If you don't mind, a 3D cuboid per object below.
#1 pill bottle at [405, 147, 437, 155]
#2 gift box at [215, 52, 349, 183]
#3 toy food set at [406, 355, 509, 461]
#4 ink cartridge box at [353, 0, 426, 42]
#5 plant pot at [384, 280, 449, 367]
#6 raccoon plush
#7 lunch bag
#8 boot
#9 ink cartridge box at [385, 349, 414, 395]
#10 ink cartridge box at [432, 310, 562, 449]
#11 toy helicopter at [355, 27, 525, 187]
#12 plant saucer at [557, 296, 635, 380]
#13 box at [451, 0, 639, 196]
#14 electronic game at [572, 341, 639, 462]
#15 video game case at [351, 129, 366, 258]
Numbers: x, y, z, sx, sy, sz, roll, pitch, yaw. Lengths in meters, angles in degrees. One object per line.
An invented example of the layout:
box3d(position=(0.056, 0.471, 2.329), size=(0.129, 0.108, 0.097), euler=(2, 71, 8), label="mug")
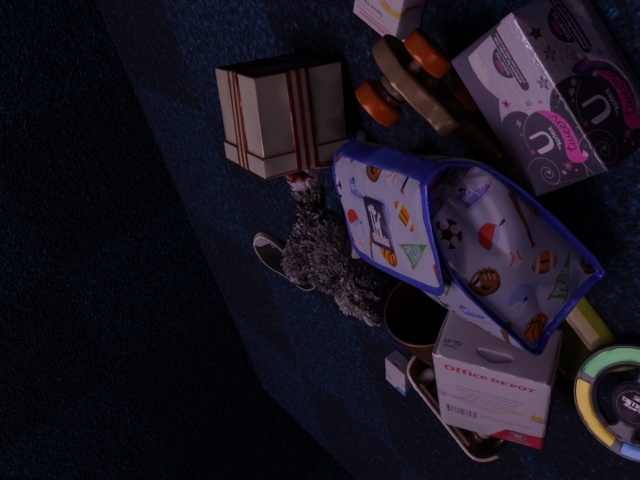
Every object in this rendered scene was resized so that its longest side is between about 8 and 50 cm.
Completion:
box3d(position=(0.177, -0.107, 1.464), size=(0.123, 0.123, 0.219), euler=(55, 160, 4), label="pill bottle")
box3d(position=(-0.066, -0.280, 1.567), size=(0.255, 0.276, 0.258), euler=(-142, 42, -57), label="gift box")
box3d(position=(0.359, 0.393, 1.712), size=(0.306, 0.092, 0.219), euler=(52, -159, 14), label="toy food set")
box3d(position=(0.124, -0.434, 1.206), size=(0.115, 0.067, 0.198), euler=(47, 156, 22), label="ink cartridge box")
box3d(position=(0.291, 0.215, 1.596), size=(0.215, 0.215, 0.230), euler=(32, 162, 46), label="plant pot")
box3d(position=(0.054, 0.041, 1.734), size=(0.299, 0.216, 0.446), euler=(30, 161, 30), label="raccoon plush")
box3d(position=(0.214, -0.016, 1.153), size=(0.385, 0.239, 0.328), euler=(40, 175, -28), label="lunch bag")
box3d(position=(-0.092, 0.022, 2.103), size=(0.244, 0.176, 0.088), euler=(40, 130, -19), label="boot")
box3d(position=(0.248, 0.411, 2.110), size=(0.088, 0.052, 0.122), euler=(40, 154, 35), label="ink cartridge box")
box3d(position=(0.360, 0.284, 1.383), size=(0.226, 0.131, 0.306), euler=(12, 144, 22), label="ink cartridge box")
box3d(position=(0.224, -0.216, 1.159), size=(0.355, 0.140, 0.235), euler=(40, -155, -15), label="toy helicopter")
box3d(position=(0.490, 0.197, 1.332), size=(0.188, 0.045, 0.188), euler=(54, 158, 7), label="plant saucer")
box3d(position=(0.334, -0.212, 0.973), size=(0.247, 0.142, 0.163), euler=(57, 158, -2), label="box")
box3d(position=(0.562, 0.289, 1.204), size=(0.229, 0.048, 0.229), euler=(15, 114, 39), label="electronic game")
box3d(position=(0.090, -0.107, 1.597), size=(0.206, 0.026, 0.227), euler=(93, 178, -56), label="video game case")
